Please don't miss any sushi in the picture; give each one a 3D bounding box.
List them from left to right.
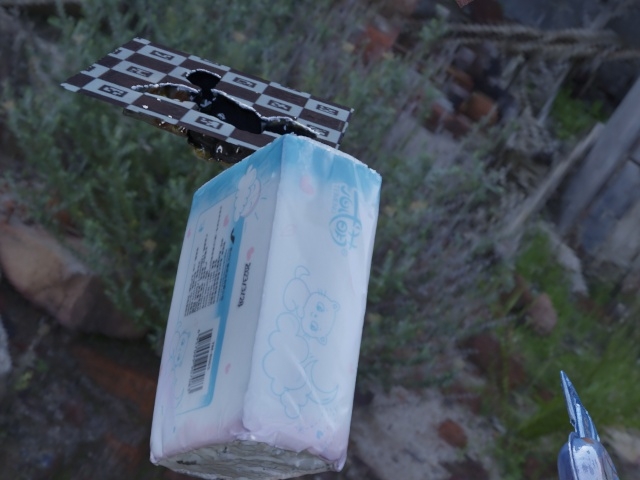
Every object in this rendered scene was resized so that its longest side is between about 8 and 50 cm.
[{"bbox_3d":[-0.140,-0.163,1.537,0.343,0.064,0.359,18,21,0],"label":"sushi"}]

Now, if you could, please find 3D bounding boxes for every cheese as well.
[{"bbox_3d":[0.306,0.261,1.295,0.135,0.052,0.245,59,21,-26],"label":"cheese"}]

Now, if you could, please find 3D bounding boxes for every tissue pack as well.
[{"bbox_3d":[-0.048,0.065,0.996,0.124,0.201,0.271,19,66,-23],"label":"tissue pack"}]

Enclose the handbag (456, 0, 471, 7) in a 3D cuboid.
[{"bbox_3d":[0.209,-0.310,1.100,0.157,0.212,0.059,33,39,-63],"label":"handbag"}]
